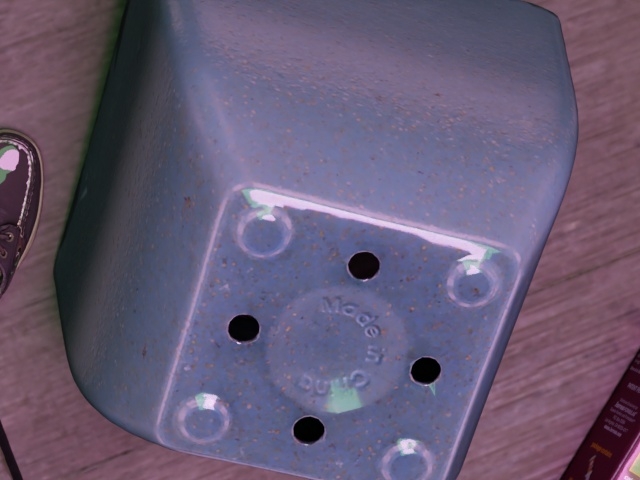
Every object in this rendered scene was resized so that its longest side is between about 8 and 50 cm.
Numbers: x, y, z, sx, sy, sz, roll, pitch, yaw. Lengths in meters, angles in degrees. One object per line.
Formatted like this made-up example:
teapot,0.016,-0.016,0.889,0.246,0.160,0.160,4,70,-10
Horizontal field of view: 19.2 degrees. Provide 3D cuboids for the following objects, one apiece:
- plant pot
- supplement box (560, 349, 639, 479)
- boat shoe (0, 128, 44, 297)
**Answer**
plant pot,0.000,0.000,0.995,0.248,0.252,0.247,13,112,-11
supplement box,0.238,0.118,1.167,0.104,0.081,0.188,32,89,-10
boat shoe,-0.198,0.009,1.098,0.056,0.049,0.152,17,91,-10
